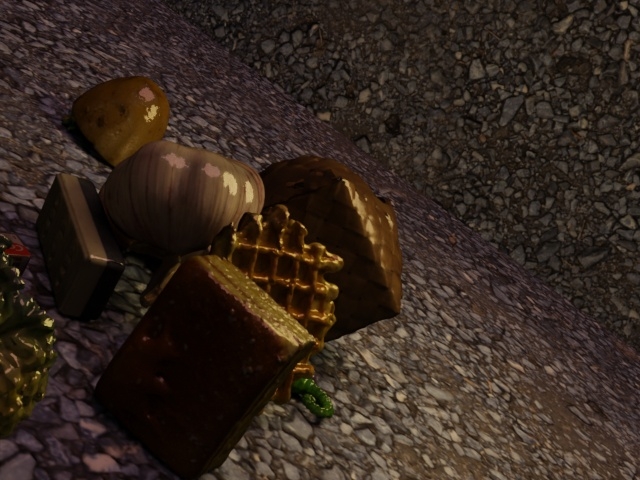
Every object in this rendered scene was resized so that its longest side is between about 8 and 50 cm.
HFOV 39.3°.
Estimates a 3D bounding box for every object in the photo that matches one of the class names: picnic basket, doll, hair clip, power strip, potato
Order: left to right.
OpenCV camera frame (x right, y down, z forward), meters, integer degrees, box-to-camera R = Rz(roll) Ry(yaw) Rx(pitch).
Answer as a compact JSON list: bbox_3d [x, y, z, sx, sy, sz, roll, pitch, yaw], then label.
[{"bbox_3d":[-0.362,0.001,1.327,0.070,0.105,0.257,18,23,-34],"label":"power strip"},{"bbox_3d":[-0.505,-0.265,1.877,0.049,0.049,0.173,31,19,-8],"label":"hair clip"},{"bbox_3d":[-0.386,-0.261,1.822,0.178,0.158,0.203,28,24,-44],"label":"potato"},{"bbox_3d":[-0.053,0.213,1.415,0.190,0.050,0.115,37,14,2],"label":"doll"},{"bbox_3d":[0.000,0.000,1.624,0.337,0.293,0.337,-20,90,-78],"label":"picnic basket"}]

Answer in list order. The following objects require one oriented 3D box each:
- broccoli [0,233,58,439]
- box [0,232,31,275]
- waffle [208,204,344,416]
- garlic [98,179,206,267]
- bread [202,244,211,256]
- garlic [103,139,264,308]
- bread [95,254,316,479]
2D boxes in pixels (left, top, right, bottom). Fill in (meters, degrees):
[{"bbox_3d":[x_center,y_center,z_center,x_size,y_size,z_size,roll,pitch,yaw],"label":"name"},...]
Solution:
[{"bbox_3d":[-0.427,0.094,0.824,0.293,0.348,0.281,2,39,30],"label":"broccoli"},{"bbox_3d":[-0.490,0.012,1.183,0.218,0.039,0.055,9,29,-52],"label":"box"},{"bbox_3d":[-0.091,0.101,1.259,0.065,0.309,0.283,11,-47,49],"label":"waffle"},{"bbox_3d":[-0.270,-0.047,1.545,0.214,0.191,0.160,22,-8,-4],"label":"garlic"},{"bbox_3d":[-0.150,0.100,1.328,0.139,0.178,0.060,16,25,-39],"label":"bread"},{"bbox_3d":[-0.219,-0.019,1.342,0.245,0.253,0.245,11,-6,1],"label":"garlic"},{"bbox_3d":[-0.148,0.154,1.105,0.184,0.234,0.110,40,16,14],"label":"bread"}]
